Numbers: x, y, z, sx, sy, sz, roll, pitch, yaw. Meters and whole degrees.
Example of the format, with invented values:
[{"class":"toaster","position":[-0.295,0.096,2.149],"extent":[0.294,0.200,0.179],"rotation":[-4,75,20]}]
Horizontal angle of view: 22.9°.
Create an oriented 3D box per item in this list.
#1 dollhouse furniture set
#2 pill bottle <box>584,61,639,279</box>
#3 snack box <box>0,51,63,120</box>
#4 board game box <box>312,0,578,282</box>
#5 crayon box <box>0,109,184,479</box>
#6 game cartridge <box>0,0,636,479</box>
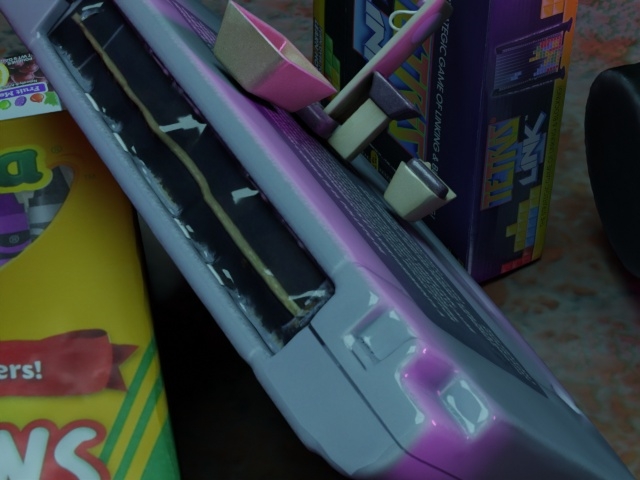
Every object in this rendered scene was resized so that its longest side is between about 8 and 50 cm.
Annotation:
[{"class":"dollhouse furniture set","position":[0.023,-0.068,0.588],"extent":[0.081,0.114,0.091],"rotation":[-45,75,9]},{"class":"pill bottle","position":[0.234,-0.049,0.687],"extent":[0.219,0.122,0.123],"rotation":[-12,43,-9]},{"class":"snack box","position":[-0.166,-0.029,0.757],"extent":[0.100,0.037,0.141],"rotation":[-15,46,-8]},{"class":"board game box","position":[0.050,-0.088,0.707],"extent":[0.048,0.170,0.141],"rotation":[-19,44,-22]},{"class":"crayon box","position":[-0.159,0.062,0.597],"extent":[0.202,0.081,0.318],"rotation":[-11,50,-6]},{"class":"game cartridge","position":[0.000,0.000,0.604],"extent":[0.060,0.196,0.294],"rotation":[-47,52,12]}]
